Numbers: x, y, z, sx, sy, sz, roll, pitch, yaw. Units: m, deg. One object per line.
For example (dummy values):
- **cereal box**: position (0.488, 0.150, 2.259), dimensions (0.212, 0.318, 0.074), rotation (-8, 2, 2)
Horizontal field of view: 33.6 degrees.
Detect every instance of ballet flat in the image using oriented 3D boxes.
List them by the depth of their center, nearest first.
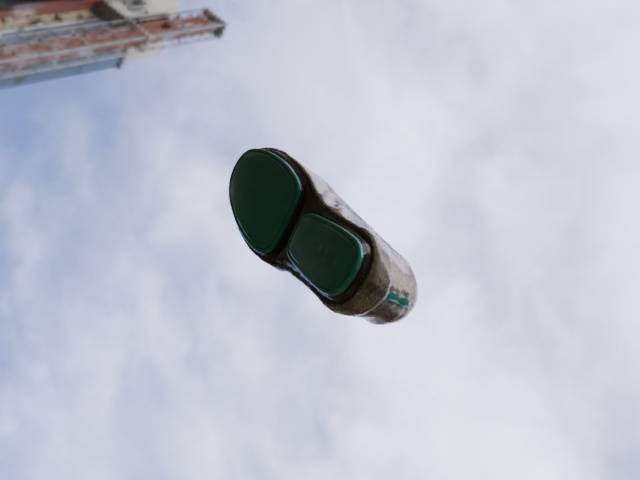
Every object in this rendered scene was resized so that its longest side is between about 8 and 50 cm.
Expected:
- **ballet flat**: position (0.000, 0.000, 1.076), dimensions (0.108, 0.106, 0.316), rotation (-57, -146, 11)
